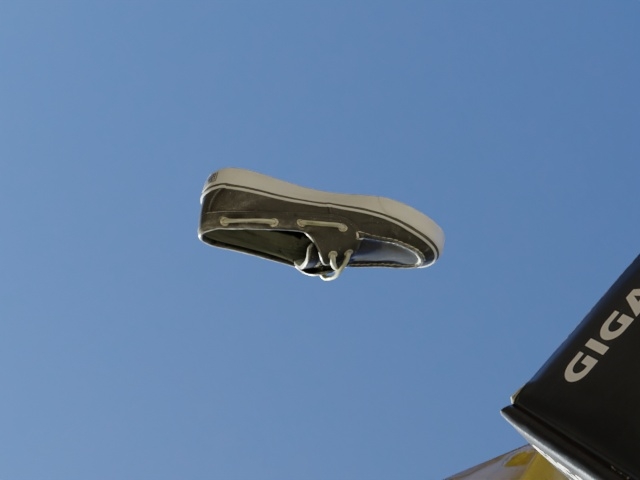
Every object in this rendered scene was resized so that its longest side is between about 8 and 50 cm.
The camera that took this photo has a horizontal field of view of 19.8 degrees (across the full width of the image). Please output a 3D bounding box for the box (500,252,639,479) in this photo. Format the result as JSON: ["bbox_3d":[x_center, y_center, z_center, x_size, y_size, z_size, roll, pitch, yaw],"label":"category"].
[{"bbox_3d":[0.168,0.000,0.428,0.220,0.051,0.175,-48,-153,-5],"label":"box"}]

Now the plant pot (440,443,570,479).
[{"bbox_3d":[0.086,0.228,0.921,0.212,0.212,0.187,-27,-82,31],"label":"plant pot"}]

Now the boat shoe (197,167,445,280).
[{"bbox_3d":[0.000,0.000,1.597,0.219,0.078,0.070,12,-126,-6],"label":"boat shoe"}]
